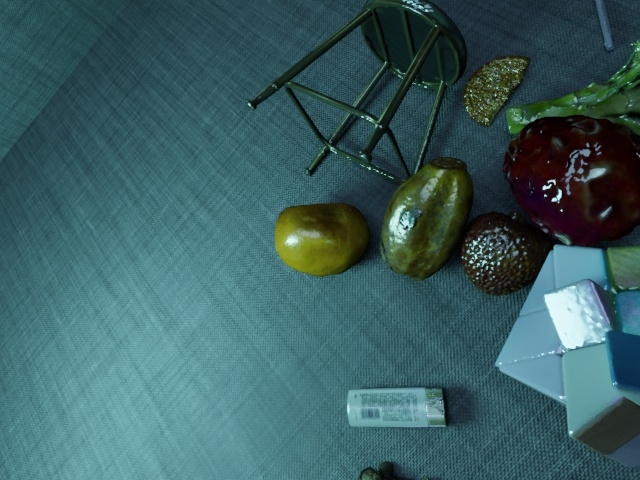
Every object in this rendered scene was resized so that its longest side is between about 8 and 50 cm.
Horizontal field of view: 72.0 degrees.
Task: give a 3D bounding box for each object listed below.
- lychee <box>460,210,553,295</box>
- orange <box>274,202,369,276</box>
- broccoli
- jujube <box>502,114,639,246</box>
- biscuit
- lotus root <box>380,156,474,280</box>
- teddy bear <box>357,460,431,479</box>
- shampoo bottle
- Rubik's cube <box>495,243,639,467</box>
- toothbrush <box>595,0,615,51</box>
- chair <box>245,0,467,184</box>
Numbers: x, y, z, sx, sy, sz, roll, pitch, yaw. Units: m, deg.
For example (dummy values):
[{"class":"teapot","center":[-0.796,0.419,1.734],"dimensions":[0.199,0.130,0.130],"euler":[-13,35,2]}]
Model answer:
[{"class":"lychee","center":[0.392,0.023,0.957],"dimensions":[0.194,0.194,0.195],"euler":[-7,72,23]},{"class":"orange","center":[0.000,0.000,1.126],"dimensions":[0.248,0.249,0.184],"euler":[-4,89,24]},{"class":"broccoli","center":[0.613,-0.319,0.966],"dimensions":[0.361,0.221,0.252],"euler":[16,117,28]},{"class":"jujube","center":[0.484,-0.123,0.838],"dimensions":[0.258,0.376,0.259],"euler":[2,101,12]},{"class":"biscuit","center":[0.443,-0.402,1.147],"dimensions":[0.126,0.025,0.206],"euler":[33,89,29]},{"class":"lotus root","center":[0.233,-0.053,0.994],"dimensions":[0.193,0.193,0.291],"euler":[45,134,28]},{"class":"teddy bear","center":[0.160,0.552,0.966],"dimensions":[0.160,0.078,0.119],"euler":[10,36,14]},{"class":"shampoo bottle","center":[0.176,0.385,1.018],"dimensions":[0.227,0.056,0.086],"euler":[-10,69,22]},{"class":"Rubik's cube","center":[0.542,0.186,0.760],"dimensions":[0.387,0.358,0.368],"euler":[-62,20,-3]},{"class":"toothbrush","center":[0.685,-0.623,1.103],"dimensions":[0.029,0.024,0.354],"euler":[-10,70,28]},{"class":"chair","center":[0.135,-0.345,1.100],"dimensions":[0.361,0.364,0.410],"euler":[31,84,29]}]
